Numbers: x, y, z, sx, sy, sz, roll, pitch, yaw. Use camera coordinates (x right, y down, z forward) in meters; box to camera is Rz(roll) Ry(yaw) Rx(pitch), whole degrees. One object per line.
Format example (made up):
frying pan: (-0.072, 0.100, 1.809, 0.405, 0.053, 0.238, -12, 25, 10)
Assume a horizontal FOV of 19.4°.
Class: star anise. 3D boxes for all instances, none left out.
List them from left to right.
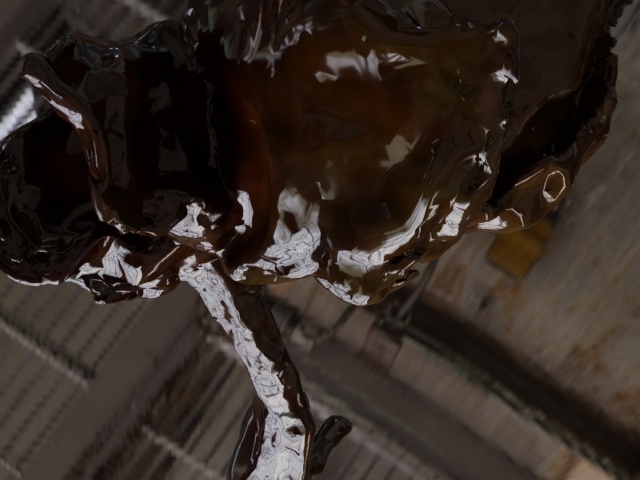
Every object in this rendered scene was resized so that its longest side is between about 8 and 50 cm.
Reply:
star anise: (-0.005, -0.007, 0.639, 0.237, 0.346, 0.148, -20, -115, -18)
